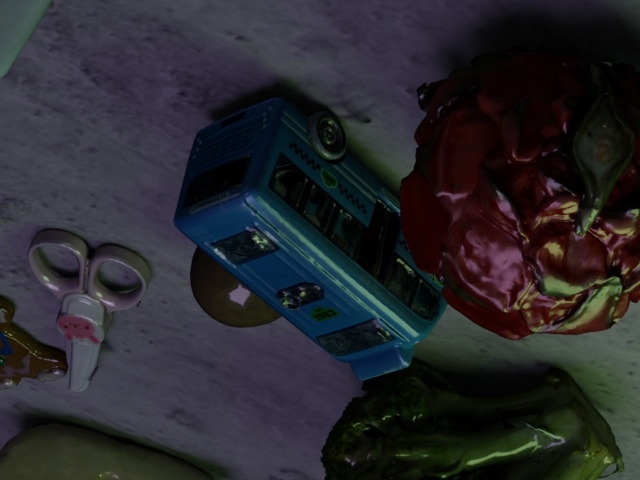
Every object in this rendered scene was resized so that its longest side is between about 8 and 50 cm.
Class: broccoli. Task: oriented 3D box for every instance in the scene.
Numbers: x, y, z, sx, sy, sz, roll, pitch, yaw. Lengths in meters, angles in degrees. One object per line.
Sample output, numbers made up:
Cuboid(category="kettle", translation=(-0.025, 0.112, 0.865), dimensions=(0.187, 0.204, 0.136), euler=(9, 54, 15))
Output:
Cuboid(category="broccoli", translation=(0.151, 0.256, 1.761), dimensions=(0.283, 0.321, 0.304), euler=(-36, 137, 12))

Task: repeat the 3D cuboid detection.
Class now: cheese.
Cuboid(category="cheese", translation=(-0.267, 0.322, 2.082), dimensions=(0.247, 0.174, 0.251), euler=(25, 149, -15))

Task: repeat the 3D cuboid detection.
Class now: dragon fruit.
Cuboid(category="dragon fruit", translation=(0.169, -0.034, 1.422), dimensions=(0.233, 0.234, 0.293), euler=(18, 176, -3))

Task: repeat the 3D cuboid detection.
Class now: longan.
Cuboid(category="longan", translation=(-0.062, 0.029, 1.667), dimensions=(0.106, 0.106, 0.119), euler=(-10, 179, 32))

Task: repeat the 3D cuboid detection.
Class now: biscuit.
Cuboid(category="biscuit", translation=(-0.361, 0.090, 1.919), dimensions=(0.138, 0.031, 0.205), euler=(-11, 135, 33))

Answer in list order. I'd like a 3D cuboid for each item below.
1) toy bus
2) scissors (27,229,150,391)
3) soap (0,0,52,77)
Cuboid(category="toy bus", translation=(0.000, 0.000, 1.562), dimensions=(0.113, 0.134, 0.246), euler=(-20, 131, 39))
Cuboid(category="scissors", translation=(-0.234, 0.076, 1.845), dimensions=(0.118, 0.030, 0.242), euler=(17, 143, 1))
Cuboid(category="soap", translation=(-0.257, -0.242, 1.364), dimensions=(0.172, 0.095, 0.289), euler=(26, 144, -15))
